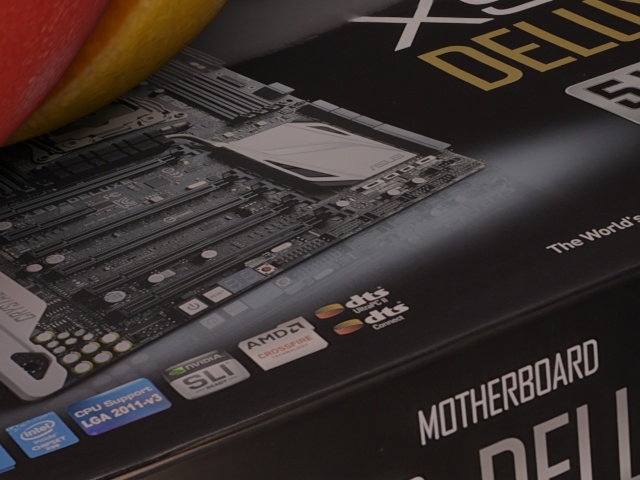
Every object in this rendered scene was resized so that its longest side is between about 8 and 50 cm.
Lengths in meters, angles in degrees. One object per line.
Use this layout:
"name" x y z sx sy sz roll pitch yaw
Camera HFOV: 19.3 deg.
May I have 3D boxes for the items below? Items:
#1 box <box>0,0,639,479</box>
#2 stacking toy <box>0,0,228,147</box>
"box" 0.000 0.000 0.501 0.307 0.077 0.242 -20 29 -23
"stacking toy" -0.120 -0.117 0.434 0.351 0.350 0.480 55 28 15
